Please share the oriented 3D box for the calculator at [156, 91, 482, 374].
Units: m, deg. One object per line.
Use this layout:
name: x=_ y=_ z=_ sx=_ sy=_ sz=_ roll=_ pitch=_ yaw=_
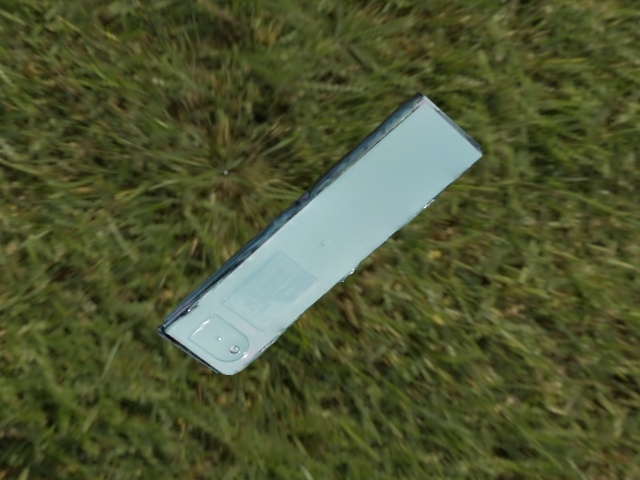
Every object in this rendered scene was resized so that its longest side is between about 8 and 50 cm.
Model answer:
calculator: x=0.000 y=0.000 z=0.755 sx=0.172 sy=0.018 sz=0.057 roll=-42 pitch=132 yaw=14
